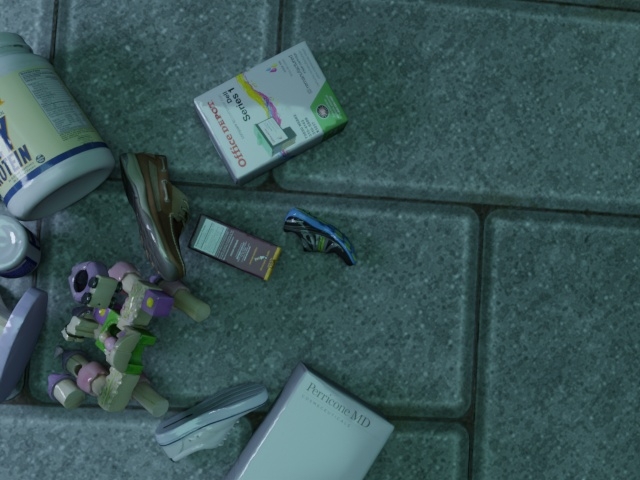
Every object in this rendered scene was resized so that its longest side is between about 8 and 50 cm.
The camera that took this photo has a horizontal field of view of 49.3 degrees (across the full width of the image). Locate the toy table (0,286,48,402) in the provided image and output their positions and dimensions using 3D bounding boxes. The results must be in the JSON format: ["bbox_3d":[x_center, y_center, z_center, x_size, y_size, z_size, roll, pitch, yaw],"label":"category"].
[{"bbox_3d":[-0.672,0.187,1.401,0.160,0.252,0.274,25,106,-7],"label":"toy table"}]

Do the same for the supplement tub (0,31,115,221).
[{"bbox_3d":[-0.602,-0.229,1.419,0.235,0.235,0.325,-35,91,-6],"label":"supplement tub"}]

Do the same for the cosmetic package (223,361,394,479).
[{"bbox_3d":[-0.066,0.515,1.480,0.230,0.161,0.453,33,84,-4],"label":"cosmetic package"}]

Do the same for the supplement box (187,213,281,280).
[{"bbox_3d":[-0.186,0.016,1.517,0.188,0.104,0.081,23,86,-4],"label":"supplement box"}]

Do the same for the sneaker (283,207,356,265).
[{"bbox_3d":[0.000,0.000,1.565,0.188,0.067,0.078,33,106,-5],"label":"sneaker"}]

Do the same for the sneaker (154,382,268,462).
[{"bbox_3d":[-0.226,0.395,1.514,0.258,0.094,0.091,-23,108,-2],"label":"sneaker"}]

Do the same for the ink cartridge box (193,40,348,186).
[{"bbox_3d":[-0.110,-0.274,1.531,0.278,0.117,0.201,-29,91,-6],"label":"ink cartridge box"}]

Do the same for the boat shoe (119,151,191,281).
[{"bbox_3d":[-0.328,-0.065,1.457,0.116,0.123,0.325,-13,62,-22],"label":"boat shoe"}]

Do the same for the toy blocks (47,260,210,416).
[{"bbox_3d":[-0.444,0.173,1.415,0.260,0.309,0.289,27,93,38],"label":"toy blocks"}]

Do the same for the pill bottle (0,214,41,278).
[{"bbox_3d":[-0.635,0.020,1.423,0.111,0.187,0.112,2,79,-9],"label":"pill bottle"}]
